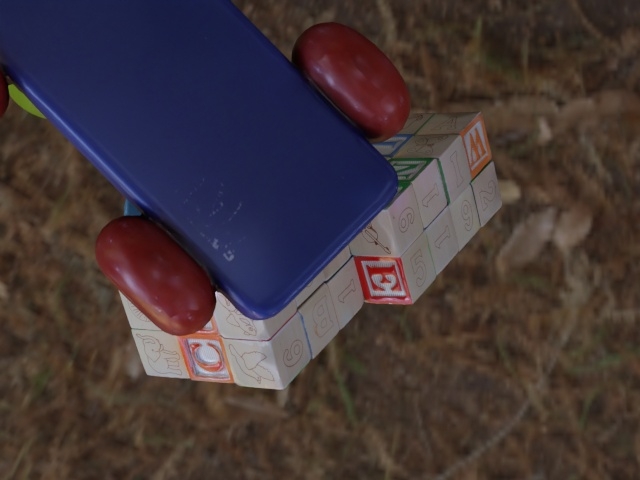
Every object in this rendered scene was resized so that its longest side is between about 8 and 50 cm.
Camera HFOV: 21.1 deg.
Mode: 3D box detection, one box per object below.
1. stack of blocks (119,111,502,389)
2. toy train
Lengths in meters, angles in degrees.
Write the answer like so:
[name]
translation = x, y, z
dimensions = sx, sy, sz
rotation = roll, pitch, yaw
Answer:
[stack of blocks]
translation = 0.000, 0.000, 1.350
dimensions = 0.171, 0.297, 0.087
rotation = 2, 119, 33
[toy train]
translation = -0.090, -0.078, 0.561
dimensions = 0.248, 0.143, 0.105
rotation = 45, 81, -2
